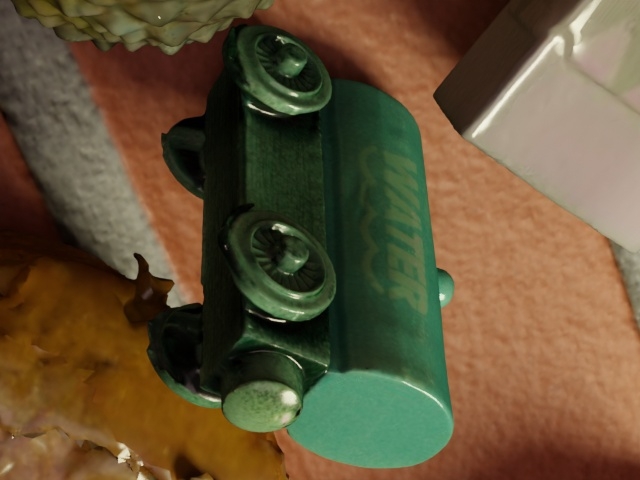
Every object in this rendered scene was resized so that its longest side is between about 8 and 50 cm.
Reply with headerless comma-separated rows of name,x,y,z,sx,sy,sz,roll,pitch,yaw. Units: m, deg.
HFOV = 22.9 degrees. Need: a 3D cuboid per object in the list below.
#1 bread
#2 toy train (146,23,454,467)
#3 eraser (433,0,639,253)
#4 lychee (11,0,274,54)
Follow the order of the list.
bread,-0.181,0.171,0.828,0.336,0.204,0.358,-5,107,-8
toy train,0.000,0.000,0.780,0.159,0.248,0.101,23,130,-25
eraser,0.235,-0.180,0.776,0.213,0.082,0.397,26,108,-46
lychee,-0.089,-0.205,0.679,0.255,0.255,0.274,-7,126,-5
